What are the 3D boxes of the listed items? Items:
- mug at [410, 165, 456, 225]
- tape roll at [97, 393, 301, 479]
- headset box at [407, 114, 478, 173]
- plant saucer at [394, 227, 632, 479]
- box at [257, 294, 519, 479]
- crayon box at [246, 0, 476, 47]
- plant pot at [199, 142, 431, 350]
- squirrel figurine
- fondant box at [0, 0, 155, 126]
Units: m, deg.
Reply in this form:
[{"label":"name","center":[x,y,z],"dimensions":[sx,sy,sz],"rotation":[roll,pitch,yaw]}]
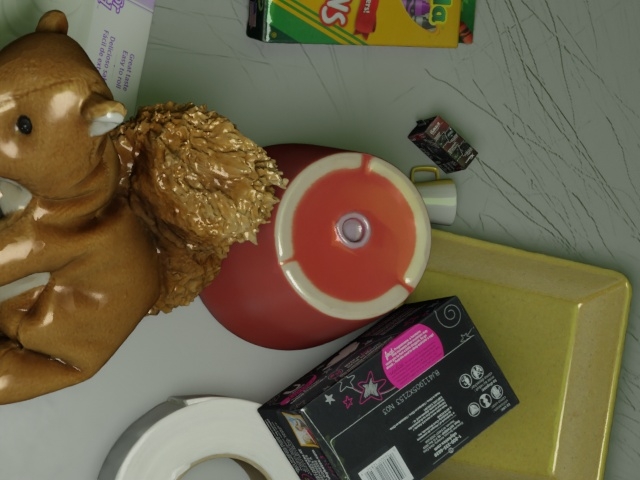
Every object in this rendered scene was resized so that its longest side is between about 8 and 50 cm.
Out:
[{"label":"mug","center":[0.138,-0.054,2.011],"dimensions":[0.064,0.078,0.062],"rotation":[0,119,-11]},{"label":"tape roll","center":[-0.130,0.329,1.864],"dimensions":[0.286,0.100,0.286],"rotation":[1,87,-19]},{"label":"headset box","center":[0.157,-0.128,2.011],"dimensions":[0.083,0.062,0.032],"rotation":[43,74,-12]},{"label":"plant saucer","center":[0.225,0.176,2.008],"dimensions":[0.333,0.081,0.333],"rotation":[13,83,-19]},{"label":"box","center":[0.081,0.200,1.831],"dimensions":[0.247,0.142,0.163],"rotation":[-34,99,-23]},{"label":"crayon box","center":[0.072,-0.351,1.960],"dimensions":[0.318,0.081,0.202],"rotation":[-2,103,-19]},{"label":"plant pot","center":[0.000,0.000,1.854],"dimensions":[0.275,0.243,0.275],"rotation":[1,86,-19]},{"label":"squirrel figurine","center":[-0.251,-0.065,1.672],"dimensions":[0.397,0.281,0.370],"rotation":[-9,131,-24]},{"label":"fondant box","center":[-0.331,-0.280,1.742],"dimensions":[0.330,0.096,0.238],"rotation":[20,78,-55]}]
